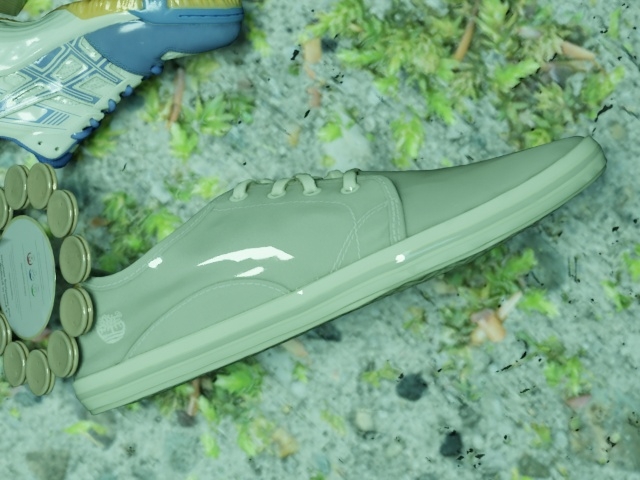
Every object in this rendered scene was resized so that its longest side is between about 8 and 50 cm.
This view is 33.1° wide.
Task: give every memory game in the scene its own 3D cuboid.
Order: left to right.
[{"bbox_3d":[-0.229,0.030,0.849,0.186,0.012,0.186,3,94,47],"label":"memory game"}]

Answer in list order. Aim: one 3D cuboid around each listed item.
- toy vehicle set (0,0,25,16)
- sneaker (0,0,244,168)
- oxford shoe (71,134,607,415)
[{"bbox_3d":[-0.373,-0.276,0.860,0.267,0.166,0.035,36,99,5],"label":"toy vehicle set"},{"bbox_3d":[-0.201,-0.131,0.889,0.296,0.112,0.131,-11,103,3],"label":"sneaker"},{"bbox_3d":[0.000,0.000,0.831,0.449,0.169,0.130,-22,83,6],"label":"oxford shoe"}]
